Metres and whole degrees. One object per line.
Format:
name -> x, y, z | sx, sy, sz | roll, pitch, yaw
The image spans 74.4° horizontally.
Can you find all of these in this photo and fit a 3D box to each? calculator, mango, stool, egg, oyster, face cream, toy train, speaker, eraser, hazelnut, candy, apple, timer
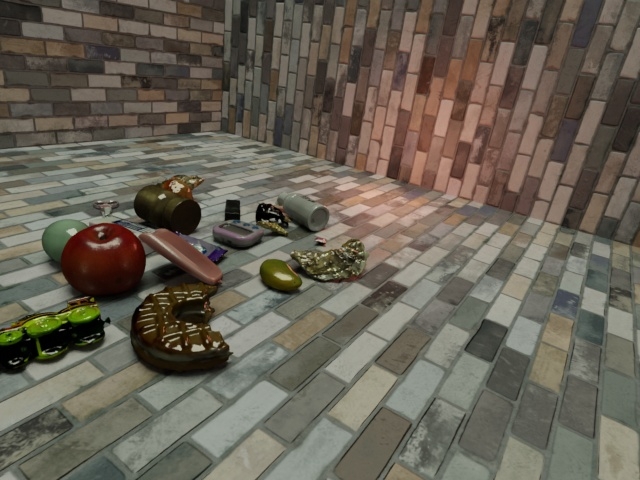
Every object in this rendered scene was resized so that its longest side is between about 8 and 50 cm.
calculator -> -0.496, 0.058, 1.563 | 0.330, 0.048, 0.220 | 37, 5, -5
mango -> -0.161, 0.132, 1.628 | 0.122, 0.085, 0.191 | -7, 26, -37
stool -> -0.713, -0.142, 1.965 | 0.264, 0.178, 0.179 | 20, 26, 28
egg -> -0.935, 0.004, 1.570 | 0.231, 0.167, 0.168 | 11, 20, 40
oyster -> -0.809, -0.282, 2.313 | 0.342, 0.110, 0.166 | -9, -10, -26
face cream -> -0.120, -0.183, 2.284 | 0.146, 0.145, 0.370 | -12, 31, -38
toy train -> -0.748, 0.251, 1.158 | 0.297, 0.100, 0.161 | -14, 24, -39
speaker -> -0.469, -0.164, 2.256 | 0.082, 0.044, 0.218 | 3, 24, -11
eraser -> -0.818, -0.023, 1.775 | 0.288, 0.086, 0.130 | 17, 23, 20
hazelnut -> -0.756, -0.236, 2.183 | 0.182, 0.181, 0.182 | 7, 24, -3
candy -> -0.536, 0.032, 1.762 | 0.276, 0.070, 0.145 | 19, 32, 14
apple -> -0.734, 0.065, 1.443 | 0.261, 0.216, 0.260 | 7, 27, -4
oyster -> 0.043, 0.073, 1.789 | 0.352, 0.114, 0.238 | 0, 24, -17
timer -> -0.382, -0.033, 1.955 | 0.209, 0.068, 0.191 | 19, 24, 21

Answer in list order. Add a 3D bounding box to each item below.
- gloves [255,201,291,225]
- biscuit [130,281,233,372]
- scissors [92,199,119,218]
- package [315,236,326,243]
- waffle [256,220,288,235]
gloves -> -0.237, -0.129, 2.174 | 0.181, 0.106, 0.129 | 7, 21, 7
biscuit -> -0.419, 0.246, 1.251 | 0.269, 0.115, 0.366 | -2, 24, -24
scissors -> -1.053, -0.155, 2.069 | 0.118, 0.030, 0.242 | -5, 24, -25
package -> 0.000, 0.000, 2.052 | 0.059, 0.029, 0.083 | 11, 15, 0
waffle -> -0.232, -0.057, 2.040 | 0.098, 0.023, 0.153 | 37, 16, 29
